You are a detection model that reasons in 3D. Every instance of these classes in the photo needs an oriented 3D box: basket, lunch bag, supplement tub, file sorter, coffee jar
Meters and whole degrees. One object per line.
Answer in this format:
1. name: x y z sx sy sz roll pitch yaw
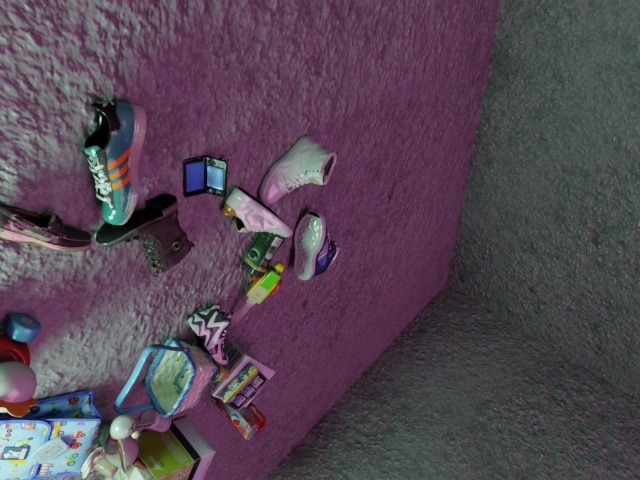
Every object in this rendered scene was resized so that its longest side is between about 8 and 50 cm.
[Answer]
1. basket: -0.523 0.470 1.528 0.254 0.201 0.289 -57 149 6
2. lunch bag: -0.830 0.575 1.304 0.293 0.138 0.221 11 110 -44
3. supplement tub: -0.626 0.687 1.715 0.071 0.071 0.107 -47 148 -16
4. file sorter: -0.355 0.532 1.848 0.193 0.173 0.277 -49 148 -10
5. coffee jar: -0.215 0.044 1.667 0.079 0.096 0.184 21 101 -55

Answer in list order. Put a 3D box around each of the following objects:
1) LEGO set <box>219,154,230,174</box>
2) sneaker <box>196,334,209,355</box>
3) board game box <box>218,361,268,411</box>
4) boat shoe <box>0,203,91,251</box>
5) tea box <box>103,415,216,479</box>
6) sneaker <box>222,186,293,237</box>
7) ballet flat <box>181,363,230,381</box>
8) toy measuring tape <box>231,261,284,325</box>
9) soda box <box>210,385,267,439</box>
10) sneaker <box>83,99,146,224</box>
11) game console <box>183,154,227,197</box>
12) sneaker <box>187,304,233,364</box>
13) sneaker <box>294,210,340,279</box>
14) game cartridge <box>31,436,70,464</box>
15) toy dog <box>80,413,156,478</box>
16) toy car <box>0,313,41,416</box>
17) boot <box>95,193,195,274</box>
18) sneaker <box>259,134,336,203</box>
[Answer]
1. LEGO set: -0.293 -0.226 1.377 0.054 0.023 0.083 -50 148 -10
2. sneaker: -0.424 0.383 1.725 0.089 0.051 0.170 -25 126 -40
3. board game box: -0.298 0.573 1.754 0.170 0.048 0.141 -44 144 -17
4. boat shoe: -0.630 -0.029 1.037 0.223 0.080 0.073 17 109 -53
5. tea box: -0.645 0.927 1.765 0.323 0.220 0.329 2 118 -54
6. sneaker: -0.220 -0.067 1.546 0.123 0.106 0.290 -52 132 3
7. ballet flat: -0.432 0.507 1.684 0.073 0.232 0.080 26 60 -51
8. toy measuring tape: -0.250 0.197 1.775 0.330 0.121 0.121 -47 152 18
9. soda box: -0.354 0.725 1.938 0.092 0.263 0.083 -11 129 -50
10. sneaker: -0.502 -0.180 1.061 0.121 0.108 0.302 -7 116 -51
11. game console: -0.336 -0.179 1.320 0.071 0.107 0.122 -63 166 -55
12. sneaker: -0.367 0.338 1.663 0.153 0.094 0.235 -35 109 -19
13. sneaker: 0.000 0.001 1.918 0.236 0.130 0.322 -28 136 -53
14. game cartridge: -0.765 0.593 1.274 0.083 0.017 0.056 -29 128 -16
15. toy dog: -0.639 0.696 1.497 0.220 0.161 0.333 -62 -176 -27
16. toy car: -0.752 0.315 1.032 0.219 0.238 0.210 -57 149 0
17. boot: -0.478 0.012 1.276 0.263 0.091 0.229 -35 143 -35
18. sneaker: -0.072 -0.220 1.554 0.292 0.169 0.108 -52 151 -6
